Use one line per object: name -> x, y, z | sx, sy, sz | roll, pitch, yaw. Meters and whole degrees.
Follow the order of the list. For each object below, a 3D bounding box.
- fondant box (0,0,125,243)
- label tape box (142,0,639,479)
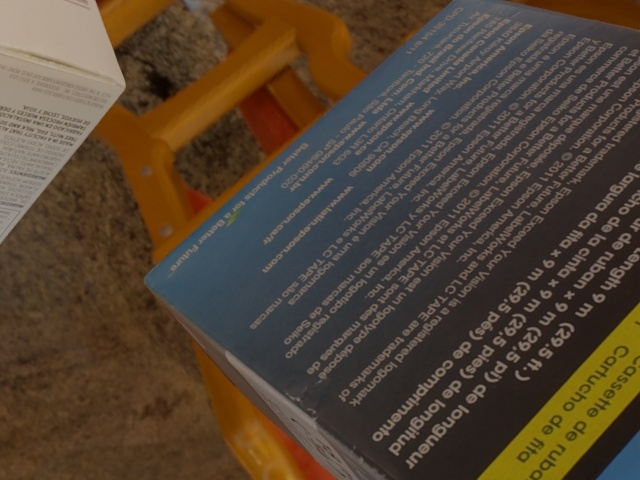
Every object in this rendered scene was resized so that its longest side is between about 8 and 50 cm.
fondant box -> -0.285, -0.092, 0.733 | 0.096, 0.238, 0.330 | 12, 135, -46
label tape box -> 0.107, 0.026, 0.458 | 0.240, 0.333, 0.106 | -43, 128, -13
